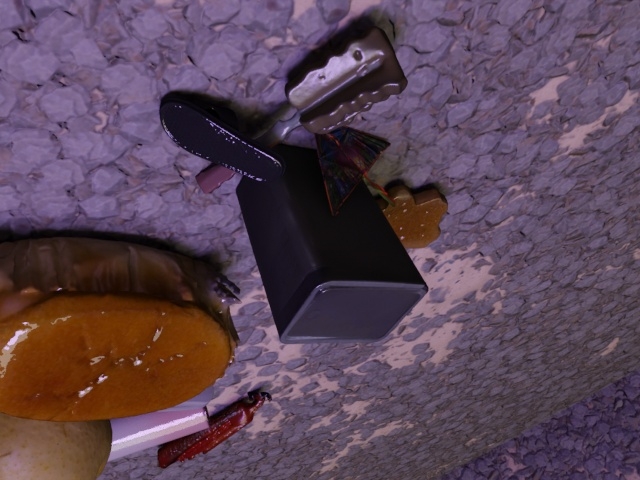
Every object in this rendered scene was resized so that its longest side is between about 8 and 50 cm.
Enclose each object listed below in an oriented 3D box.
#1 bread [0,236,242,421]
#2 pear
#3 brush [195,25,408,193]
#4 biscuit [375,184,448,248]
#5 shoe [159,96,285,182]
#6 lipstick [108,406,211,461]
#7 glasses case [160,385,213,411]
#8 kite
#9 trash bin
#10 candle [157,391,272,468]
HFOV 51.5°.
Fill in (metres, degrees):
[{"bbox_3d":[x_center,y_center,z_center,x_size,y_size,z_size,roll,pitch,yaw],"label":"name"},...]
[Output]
[{"bbox_3d":[-0.290,0.127,0.898,0.389,0.183,0.236,7,132,-36],"label":"bread"},{"bbox_3d":[-0.468,0.322,0.965,0.309,0.309,0.309,-15,144,-11],"label":"pear"},{"bbox_3d":[-0.038,-0.139,0.788,0.301,0.084,0.071,-29,170,24],"label":"brush"},{"bbox_3d":[0.089,-0.023,1.043,0.226,0.036,0.166,-11,143,-12],"label":"biscuit"},{"bbox_3d":[-0.111,-0.123,0.777,0.159,0.053,0.062,28,135,-11],"label":"shoe"},{"bbox_3d":[-0.374,0.359,1.235,0.327,0.087,0.087,-16,144,-11],"label":"lipstick"},{"bbox_3d":[-0.281,0.261,1.169,0.197,0.076,0.049,9,136,-37],"label":"glasses case"},{"bbox_3d":[0.041,-0.099,0.853,0.010,0.159,0.190,-36,-169,45],"label":"kite"},{"bbox_3d":[0.000,0.000,0.844,0.164,0.240,0.122,3,137,-35],"label":"trash bin"},{"bbox_3d":[-0.223,0.398,1.398,0.302,0.059,0.084,-36,152,17],"label":"candle"}]
